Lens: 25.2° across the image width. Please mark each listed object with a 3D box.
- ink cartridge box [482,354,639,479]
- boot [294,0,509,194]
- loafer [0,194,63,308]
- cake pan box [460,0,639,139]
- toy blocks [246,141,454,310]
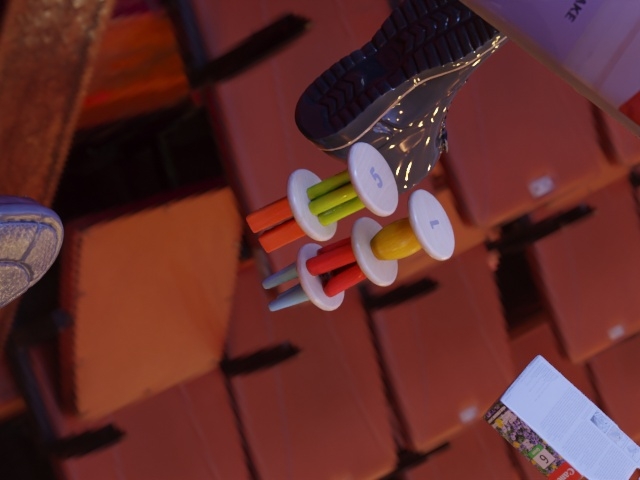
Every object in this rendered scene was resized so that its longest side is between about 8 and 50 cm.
[{"bbox_3d":[0.176,0.141,1.007,0.063,0.115,0.029,-40,170,-44],"label":"ink cartridge box"},{"bbox_3d":[0.091,-0.117,1.102,0.198,0.077,0.137,-30,146,13],"label":"boot"},{"bbox_3d":[-0.301,0.018,0.884,0.302,0.095,0.109,-24,146,-42],"label":"loafer"},{"bbox_3d":[0.183,-0.092,0.262,0.070,0.246,0.267,12,118,-52],"label":"cake pan box"},{"bbox_3d":[0.000,0.000,1.002,0.148,0.054,0.123,-25,139,30],"label":"toy blocks"}]
